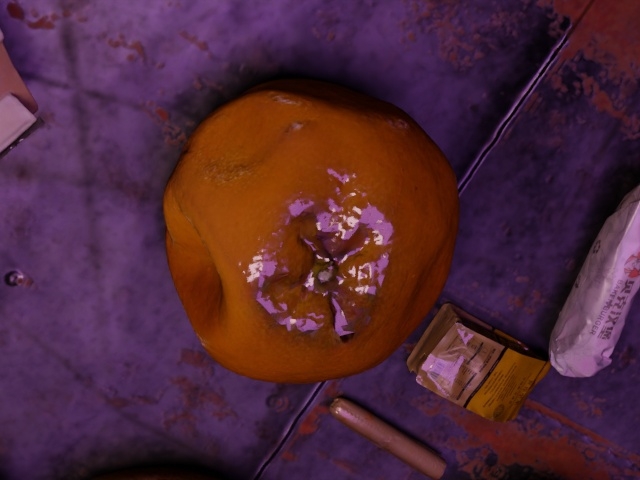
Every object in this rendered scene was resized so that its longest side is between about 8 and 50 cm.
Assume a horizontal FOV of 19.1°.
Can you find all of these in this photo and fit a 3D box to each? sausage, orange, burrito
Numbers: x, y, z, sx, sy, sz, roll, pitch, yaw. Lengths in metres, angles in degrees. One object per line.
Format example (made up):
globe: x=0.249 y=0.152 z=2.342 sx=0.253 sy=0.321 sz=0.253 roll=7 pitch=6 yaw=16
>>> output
sausage: x=0.060 y=0.174 z=1.678 sx=0.132 sy=0.024 sz=0.024 roll=34 pitch=102 yaw=-29
orange: x=0.000 y=0.000 z=1.482 sx=0.249 sy=0.183 sz=0.249 roll=-6 pitch=117 yaw=-12
burrito: x=0.254 y=0.031 z=1.646 sx=0.064 sy=0.064 sz=0.203 roll=15 pitch=109 yaw=-23

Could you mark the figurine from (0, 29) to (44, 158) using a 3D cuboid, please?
figurine: x=-0.304 y=-0.151 z=1.357 sx=0.162 sy=0.141 sz=0.237 roll=-47 pitch=121 yaw=-24

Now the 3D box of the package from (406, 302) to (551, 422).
package: x=0.145 y=0.114 z=1.660 sx=0.131 sy=0.047 sz=0.071 roll=30 pitch=101 yaw=-25

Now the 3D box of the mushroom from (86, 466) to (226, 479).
mushroom: x=-0.135 y=0.310 z=1.618 sx=0.253 sy=0.153 sz=0.253 roll=-7 pitch=110 yaw=-21
